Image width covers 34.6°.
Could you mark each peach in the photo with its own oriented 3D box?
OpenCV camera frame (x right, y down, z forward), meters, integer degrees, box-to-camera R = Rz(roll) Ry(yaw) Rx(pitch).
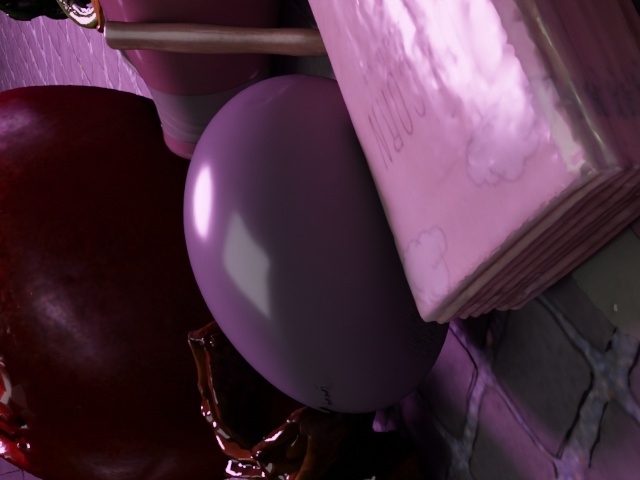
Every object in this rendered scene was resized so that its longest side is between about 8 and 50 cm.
[{"bbox_3d":[-0.196,0.059,0.986,0.417,0.353,0.339,31,159,2],"label":"peach"}]

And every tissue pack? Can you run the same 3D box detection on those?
[{"bbox_3d":[0.045,-0.138,0.472,0.170,0.071,0.325,127,129,-61],"label":"tissue pack"}]

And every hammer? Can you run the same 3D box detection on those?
[{"bbox_3d":[-0.051,-0.122,0.646,0.199,0.013,0.062,7,125,24],"label":"hammer"}]

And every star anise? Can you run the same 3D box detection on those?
[{"bbox_3d":[-0.001,0.137,0.703,0.190,0.126,0.220,55,155,21],"label":"star anise"}]

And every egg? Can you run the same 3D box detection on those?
[{"bbox_3d":[0.000,0.000,0.574,0.146,0.146,0.198,124,134,-63],"label":"egg"}]

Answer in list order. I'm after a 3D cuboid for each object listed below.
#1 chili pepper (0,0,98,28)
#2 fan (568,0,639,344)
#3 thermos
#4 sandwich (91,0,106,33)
[{"bbox_3d":[-0.326,-0.338,1.206,0.261,0.165,0.174,66,146,30],"label":"chili pepper"},{"bbox_3d":[0.152,0.030,0.390,0.182,0.010,0.310,127,128,-64],"label":"fan"},{"bbox_3d":[-0.101,-0.187,0.733,0.176,0.146,0.265,30,143,33],"label":"thermos"},{"bbox_3d":[-0.123,-0.257,0.780,0.144,0.117,0.187,-153,53,-68],"label":"sandwich"}]
